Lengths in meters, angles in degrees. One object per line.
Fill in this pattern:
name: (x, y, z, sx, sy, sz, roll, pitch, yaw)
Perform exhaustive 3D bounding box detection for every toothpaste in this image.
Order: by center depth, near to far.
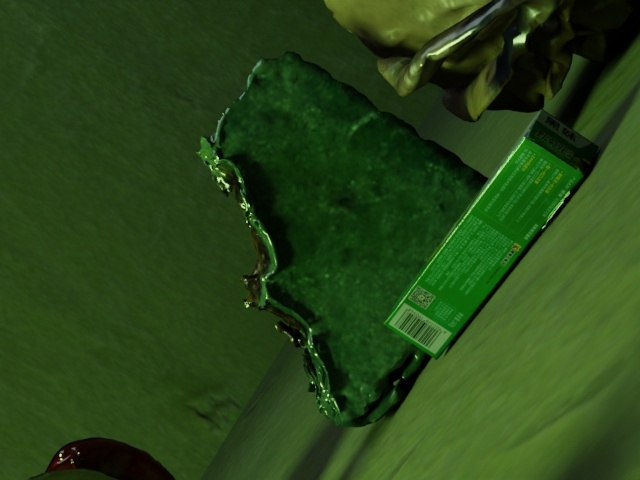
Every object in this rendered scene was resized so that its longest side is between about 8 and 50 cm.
toothpaste: (0.100, 0.000, 1.078, 0.178, 0.043, 0.037, -56, -1, 39)

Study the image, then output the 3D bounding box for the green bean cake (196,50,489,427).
green bean cake: (0.000, 0.000, 1.223, 0.193, 0.208, 0.107, -55, -1, -1)

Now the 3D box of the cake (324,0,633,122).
cake: (0.140, -0.237, 1.209, 0.332, 0.332, 0.321, -56, 39, 21)

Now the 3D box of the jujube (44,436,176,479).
jujube: (-0.191, 0.289, 1.374, 0.197, 0.197, 0.290, -60, -7, -61)

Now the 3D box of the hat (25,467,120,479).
hat: (-0.168, 0.275, 1.189, 0.149, 0.245, 0.214, -24, 25, 47)
